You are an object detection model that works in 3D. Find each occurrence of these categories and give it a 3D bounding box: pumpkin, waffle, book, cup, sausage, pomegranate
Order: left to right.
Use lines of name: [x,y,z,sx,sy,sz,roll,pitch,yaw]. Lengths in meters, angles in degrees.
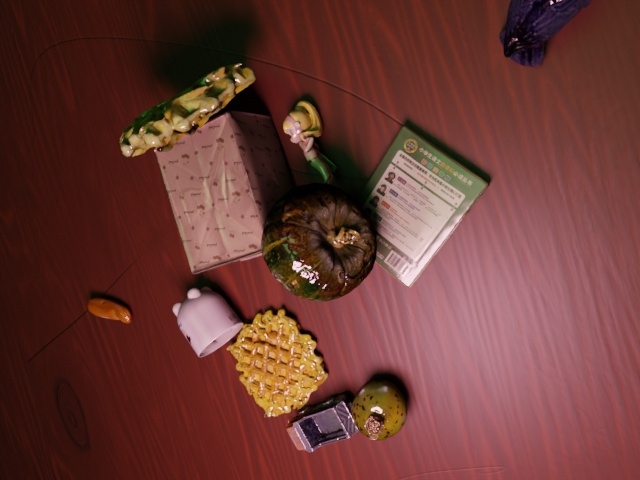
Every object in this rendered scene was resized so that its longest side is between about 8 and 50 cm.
sausage: [-0.629,0.206,1.425,0.183,0.054,0.062,7,135,25]
waffle: [-0.284,-0.277,0.994,0.297,0.317,0.073,22,149,58]
cup: [-0.287,0.200,1.217,0.134,0.173,0.142,-40,77,-4]
waffle: [-0.109,0.300,1.170,0.254,0.052,0.245,-43,78,26]
pumpkin: [0.002,-0.001,0.916,0.159,0.237,0.238,-29,85,48]
pomegranate: [0.121,0.361,1.017,0.130,0.130,0.131,6,102,27]
book: [0.176,-0.064,0.962,0.202,0.027,0.264,40,116,17]

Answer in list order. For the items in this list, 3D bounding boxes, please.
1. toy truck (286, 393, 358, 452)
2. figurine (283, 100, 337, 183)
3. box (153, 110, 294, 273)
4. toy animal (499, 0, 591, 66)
toy truck: [0.006,0.422,1.098,0.192,0.092,0.083,-33,84,37]
figurine: [-0.016,-0.208,1.016,0.083,0.083,0.188,-35,77,28]
box: [-0.193,-0.100,1.060,0.225,0.190,0.298,-17,92,28]
toy animal: [0.365,-0.401,0.712,0.122,0.185,0.298,41,134,10]
